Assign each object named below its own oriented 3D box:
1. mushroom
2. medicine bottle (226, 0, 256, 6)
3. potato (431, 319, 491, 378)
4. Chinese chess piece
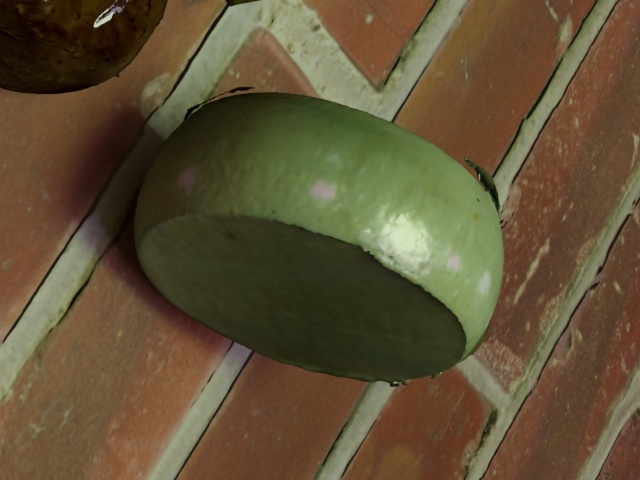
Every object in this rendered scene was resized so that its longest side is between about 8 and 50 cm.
[{"bbox_3d":[-0.223,-0.218,1.336,0.194,0.138,0.231,-58,136,-14],"label":"mushroom"},{"bbox_3d":[-0.094,-0.326,1.452,0.124,0.124,0.239,-51,135,-21],"label":"medicine bottle"},{"bbox_3d":[0.097,0.045,1.767,0.248,0.143,0.169,34,40,-42],"label":"potato"},{"bbox_3d":[0.000,0.000,1.495,0.349,0.349,0.146,46,54,-45],"label":"Chinese chess piece"}]
